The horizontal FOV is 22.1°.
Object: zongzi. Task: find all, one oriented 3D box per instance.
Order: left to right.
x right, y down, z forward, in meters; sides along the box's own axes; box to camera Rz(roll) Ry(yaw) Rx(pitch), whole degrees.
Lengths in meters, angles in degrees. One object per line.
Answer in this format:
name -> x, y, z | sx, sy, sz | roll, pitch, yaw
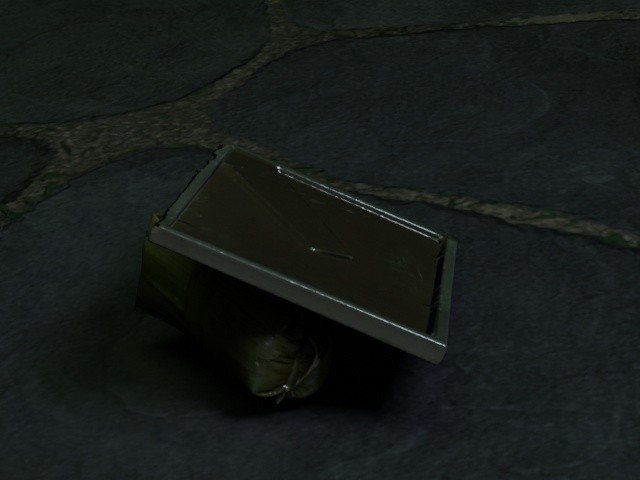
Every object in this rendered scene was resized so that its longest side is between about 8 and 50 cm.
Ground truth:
zongzi -> -0.005, 0.047, 1.223 | 0.204, 0.094, 0.205 | -5, 26, -36

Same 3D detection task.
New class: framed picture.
framed picture -> 0.000, 0.000, 1.207 | 0.213, 0.016, 0.289 | 23, 16, 0
